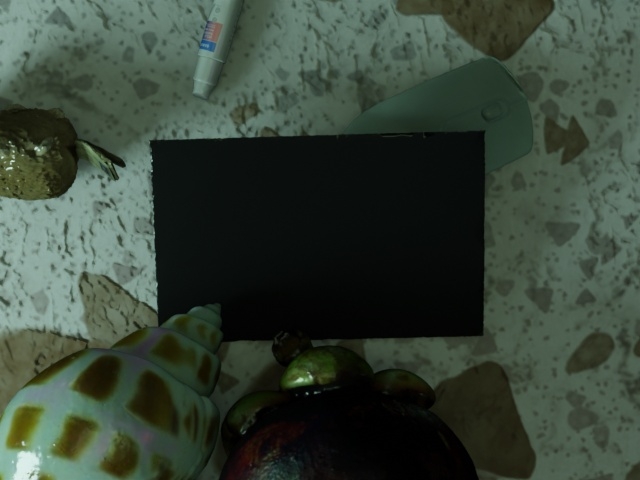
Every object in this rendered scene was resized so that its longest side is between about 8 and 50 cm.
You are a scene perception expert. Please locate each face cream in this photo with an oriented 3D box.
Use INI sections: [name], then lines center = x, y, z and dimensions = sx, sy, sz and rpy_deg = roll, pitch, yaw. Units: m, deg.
[face cream]
center = -0.116, -0.221, 1.745
dimensions = 0.034, 0.034, 0.130
rpy_deg = 16, 90, -4

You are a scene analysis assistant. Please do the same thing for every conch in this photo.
[conch]
center = -0.221, 0.228, 1.665
dimensions = 0.368, 0.197, 0.249
rpy_deg = -35, 125, -1

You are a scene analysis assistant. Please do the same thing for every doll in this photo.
[doll]
center = -0.321, -0.100, 1.697
dimensions = 0.221, 0.105, 0.115
rpy_deg = 3, 128, -3

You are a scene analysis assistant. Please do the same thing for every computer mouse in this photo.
[computer mouse]
center = 0.132, -0.116, 1.744
dimensions = 0.231, 0.079, 0.128
rpy_deg = -27, 96, -7

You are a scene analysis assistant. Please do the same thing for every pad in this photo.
[pad]
center = 0.000, 0.000, 1.723
dimensions = 0.368, 0.007, 0.247
rpy_deg = -2, 113, -2

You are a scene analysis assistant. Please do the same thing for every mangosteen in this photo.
[mangosteen]
center = 0.023, 0.273, 1.641
dimensions = 0.311, 0.311, 0.311
rpy_deg = 0, 90, -4
